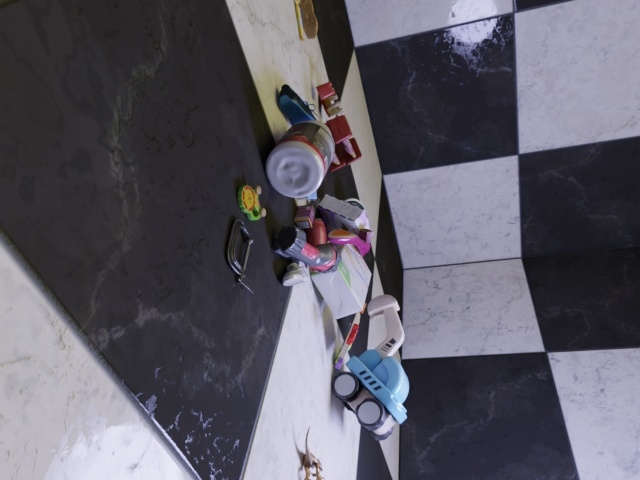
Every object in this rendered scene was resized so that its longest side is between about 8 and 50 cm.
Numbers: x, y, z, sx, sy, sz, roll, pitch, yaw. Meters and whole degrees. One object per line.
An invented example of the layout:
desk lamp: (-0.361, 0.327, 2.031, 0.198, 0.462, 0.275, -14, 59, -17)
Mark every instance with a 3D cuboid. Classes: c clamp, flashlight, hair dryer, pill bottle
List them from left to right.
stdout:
c clamp: (-0.196, 0.033, 1.261, 0.137, 0.022, 0.160, 53, 34, -52)
pill bottle: (-0.051, -0.275, 1.616, 0.318, 0.177, 0.176, -70, 149, -59)
flashlight: (-0.033, 0.027, 1.609, 0.304, 0.103, 0.103, 36, 52, -60)
hair dryer: (0.000, 0.000, 1.862, 0.293, 0.080, 0.223, -78, 157, -46)

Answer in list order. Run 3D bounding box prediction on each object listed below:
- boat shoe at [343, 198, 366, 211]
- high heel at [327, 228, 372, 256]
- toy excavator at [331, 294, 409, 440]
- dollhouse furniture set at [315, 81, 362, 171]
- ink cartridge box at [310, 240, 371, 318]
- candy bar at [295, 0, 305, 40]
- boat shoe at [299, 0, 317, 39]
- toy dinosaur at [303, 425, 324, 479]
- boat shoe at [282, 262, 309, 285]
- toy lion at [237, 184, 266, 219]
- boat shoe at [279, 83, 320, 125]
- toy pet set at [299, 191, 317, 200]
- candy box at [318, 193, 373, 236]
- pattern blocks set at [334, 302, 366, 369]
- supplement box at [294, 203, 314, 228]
boat shoe: (0.167, -0.065, 2.408, 0.340, 0.127, 0.112, 77, 2, -56)
high heel: (0.102, 0.019, 1.894, 0.244, 0.082, 0.117, -10, 119, -52)
toy excavator: (0.244, 0.486, 2.016, 0.433, 0.445, 0.222, 42, -13, 37)
dollhouse furniture set: (0.032, -0.504, 2.151, 0.201, 0.152, 0.373, 50, 19, -63)
ink cartridge box: (0.093, 0.118, 1.979, 0.207, 0.119, 0.353, 60, 22, -16)
candy bar: (-0.083, -0.892, 2.068, 0.040, 0.018, 0.161, -31, 112, -73)
boat shoe: (-0.053, -0.919, 2.109, 0.059, 0.063, 0.169, -150, -130, -69)
toy dinosaur: (-0.033, 0.658, 1.523, 0.211, 0.064, 0.112, 80, -5, -46)
boat shoe: (-0.078, 0.102, 1.575, 0.063, 0.066, 0.184, 71, 16, 9)
toy lion: (-0.186, -0.099, 1.337, 0.096, 0.034, 0.100, -46, 128, -62)
boat shoe: (-0.064, -0.458, 1.788, 0.258, 0.109, 0.088, 52, 31, -66)
toy pet set: (-0.051, -0.200, 1.791, 0.122, 0.065, 0.114, 10, 74, -74)
candy box: (0.099, -0.082, 2.030, 0.070, 0.196, 0.164, -51, 144, -21)
pattern blocks set: (0.116, 0.362, 1.947, 0.324, 0.026, 0.285, -60, 173, -60)
supplement box: (-0.055, -0.082, 1.748, 0.083, 0.055, 0.043, -79, 158, -46)
